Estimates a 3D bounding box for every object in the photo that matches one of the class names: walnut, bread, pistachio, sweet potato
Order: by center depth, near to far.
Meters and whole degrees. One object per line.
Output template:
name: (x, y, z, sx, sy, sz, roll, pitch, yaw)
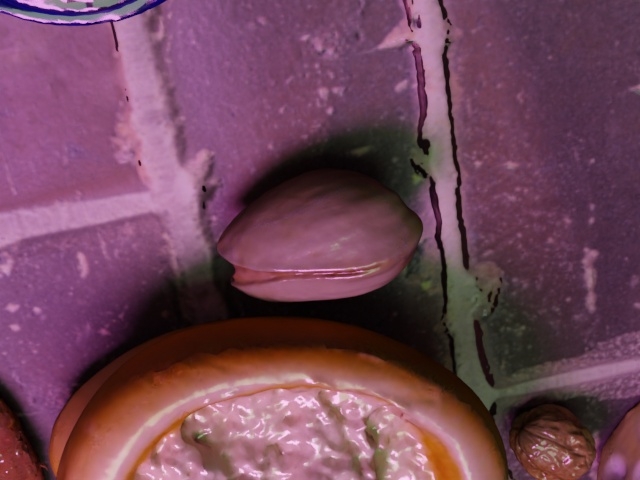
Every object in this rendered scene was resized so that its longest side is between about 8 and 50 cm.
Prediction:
pistachio: (0.000, 0.000, 1.247, 0.185, 0.124, 0.124, -19, 127, 7)
bread: (-0.041, 0.237, 1.323, 0.424, 0.245, 0.329, 2, 86, -15)
sweet potato: (-0.318, 0.205, 1.375, 0.072, 0.066, 0.314, -18, 125, -6)
walnut: (0.250, 0.219, 1.484, 0.096, 0.079, 0.082, 29, 78, -19)

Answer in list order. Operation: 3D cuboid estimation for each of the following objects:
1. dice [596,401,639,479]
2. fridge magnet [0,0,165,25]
dice: (0.414, 0.270, 1.495, 0.166, 0.169, 0.169, 21, 119, -25)
fridge magnet: (-0.186, -0.272, 1.016, 0.265, 0.113, 0.265, -5, 128, -6)
